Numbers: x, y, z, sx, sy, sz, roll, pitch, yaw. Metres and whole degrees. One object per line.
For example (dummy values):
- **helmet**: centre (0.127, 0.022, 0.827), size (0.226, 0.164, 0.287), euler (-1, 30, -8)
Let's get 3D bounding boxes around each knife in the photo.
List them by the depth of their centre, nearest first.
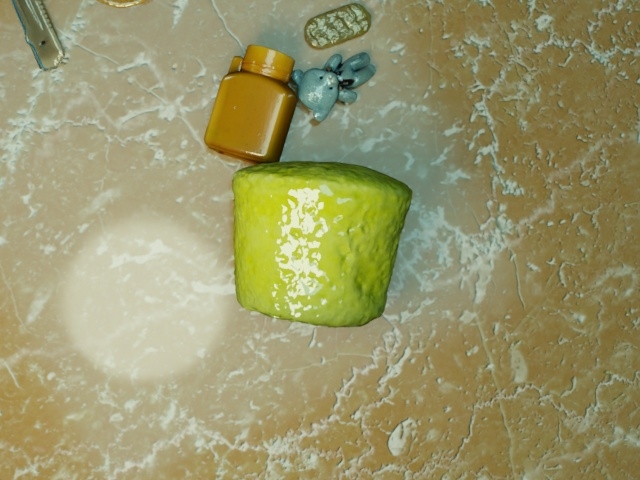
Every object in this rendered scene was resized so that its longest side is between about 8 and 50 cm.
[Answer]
- **knife**: centre (-0.609, -0.512, 1.809), size (0.089, 0.043, 0.365), euler (-22, 97, 27)

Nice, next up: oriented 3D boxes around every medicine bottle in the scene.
- **medicine bottle**: centre (-0.131, -0.271, 1.819), size (0.149, 0.112, 0.222), euler (17, 89, 10)

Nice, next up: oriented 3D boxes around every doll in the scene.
- **doll**: centre (0.035, -0.332, 1.868), size (0.180, 0.075, 0.120), euler (-29, 88, -6)

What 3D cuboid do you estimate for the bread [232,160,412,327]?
- **bread**: centre (0.000, 0.000, 1.746), size (0.348, 0.348, 0.307), euler (1, 96, -7)

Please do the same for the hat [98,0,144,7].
- **hat**: centre (-0.387, -0.603, 1.736), size (0.244, 0.233, 0.233), euler (-38, 96, -4)

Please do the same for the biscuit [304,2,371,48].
- **biscuit**: centre (0.037, -0.451, 1.896), size (0.147, 0.018, 0.071), euler (-21, 92, -7)
